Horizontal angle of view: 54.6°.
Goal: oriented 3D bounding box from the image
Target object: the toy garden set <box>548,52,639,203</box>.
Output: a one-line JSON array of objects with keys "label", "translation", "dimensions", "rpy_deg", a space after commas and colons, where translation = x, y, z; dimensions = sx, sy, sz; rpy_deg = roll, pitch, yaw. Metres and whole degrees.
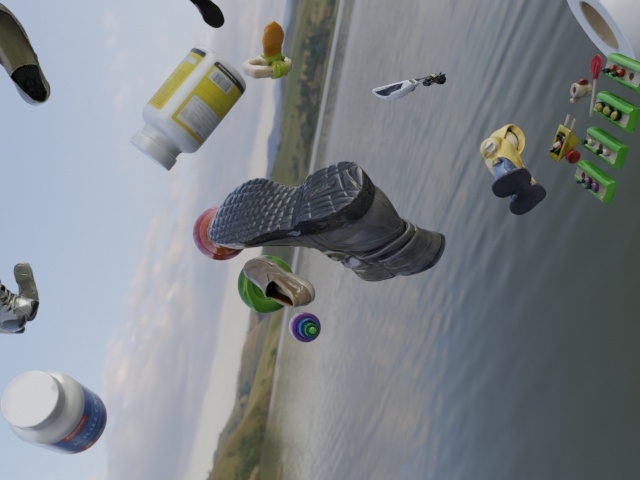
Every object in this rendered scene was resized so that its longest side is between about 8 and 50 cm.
[{"label": "toy garden set", "translation": [0.495, -0.220, 1.142], "dimensions": [0.203, 0.049, 0.244], "rpy_deg": [-104, 16, -60]}]

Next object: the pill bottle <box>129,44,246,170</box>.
[{"label": "pill bottle", "translation": [-0.207, -0.201, 0.957], "dimensions": [0.184, 0.103, 0.103], "rpy_deg": [-52, -1, -6]}]

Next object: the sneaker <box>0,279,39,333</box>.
[{"label": "sneaker", "translation": [-0.624, 0.099, 1.219], "dimensions": [0.086, 0.132, 0.228], "rpy_deg": [-86, 3, -51]}]

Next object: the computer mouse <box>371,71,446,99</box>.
[{"label": "computer mouse", "translation": [0.230, -0.402, 1.638], "dimensions": [0.106, 0.193, 0.042], "rpy_deg": [-36, -66, -57]}]

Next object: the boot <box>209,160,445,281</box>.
[{"label": "boot", "translation": [0.000, 0.000, 0.952], "dimensions": [0.338, 0.223, 0.118], "rpy_deg": [-2, 61, 45]}]

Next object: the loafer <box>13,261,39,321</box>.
[{"label": "loafer", "translation": [-0.611, 0.105, 1.298], "dimensions": [0.039, 0.045, 0.125], "rpy_deg": [-131, 36, -83]}]

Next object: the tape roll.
[{"label": "tape roll", "translation": [0.705, -0.542, 1.477], "dimensions": [0.100, 0.286, 0.286], "rpy_deg": [-38, 16, 16]}]

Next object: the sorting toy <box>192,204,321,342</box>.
[{"label": "sorting toy", "translation": [-0.121, 0.074, 1.299], "dimensions": [0.127, 0.365, 0.126], "rpy_deg": [-42, 7, -13]}]

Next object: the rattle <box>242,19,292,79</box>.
[{"label": "rattle", "translation": [-0.147, -0.484, 1.551], "dimensions": [0.199, 0.130, 0.142], "rpy_deg": [-104, -7, -57]}]

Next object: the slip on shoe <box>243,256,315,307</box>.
[{"label": "slip on shoe", "translation": [-0.070, 0.064, 0.904], "dimensions": [0.041, 0.135, 0.051], "rpy_deg": [-31, -46, -40]}]

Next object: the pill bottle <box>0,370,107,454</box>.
[{"label": "pill bottle", "translation": [-0.461, 0.297, 1.076], "dimensions": [0.221, 0.125, 0.124], "rpy_deg": [92, -173, -66]}]

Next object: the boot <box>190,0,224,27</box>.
[{"label": "boot", "translation": [-0.224, -0.455, 1.133], "dimensions": [0.106, 0.037, 0.114], "rpy_deg": [45, -165, -55]}]

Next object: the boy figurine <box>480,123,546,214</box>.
[{"label": "boy figurine", "translation": [0.416, -0.162, 1.345], "dimensions": [0.092, 0.177, 0.285], "rpy_deg": [-39, 17, 29]}]

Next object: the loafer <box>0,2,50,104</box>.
[{"label": "loafer", "translation": [-0.680, -0.416, 1.398], "dimensions": [0.087, 0.094, 0.251], "rpy_deg": [34, 154, 46]}]
